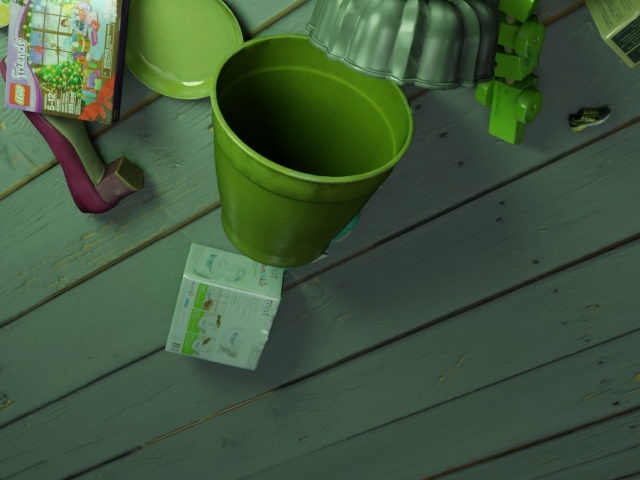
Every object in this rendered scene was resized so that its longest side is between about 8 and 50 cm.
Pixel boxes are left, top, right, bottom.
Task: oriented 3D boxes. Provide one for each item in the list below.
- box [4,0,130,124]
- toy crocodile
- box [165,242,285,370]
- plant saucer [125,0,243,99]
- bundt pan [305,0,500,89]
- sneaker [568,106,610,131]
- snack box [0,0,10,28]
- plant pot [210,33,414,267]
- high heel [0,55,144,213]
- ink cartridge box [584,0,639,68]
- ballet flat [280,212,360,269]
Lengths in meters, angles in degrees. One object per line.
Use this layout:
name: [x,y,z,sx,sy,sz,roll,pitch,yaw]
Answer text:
box: [-0.456,-0.371,1.483,0.201,0.057,0.293,9,105,1]
toy crocodile: [0.363,-0.328,1.524,0.115,0.105,0.340,29,142,36]
box: [-0.227,0.164,1.942,0.231,0.126,0.262,13,129,-8]
plant saucer: [-0.263,-0.382,1.554,0.241,0.037,0.241,2,130,2]
bundt pan: [0.148,-0.374,1.353,0.331,0.331,0.124,10,123,-5]
sneaker: [0.531,-0.245,1.621,0.083,0.031,0.035,-24,124,21]
snack box: [-0.608,-0.466,1.505,0.100,0.037,0.141,-24,124,20]
plant pot: [-0.049,-0.137,1.572,0.367,0.366,0.353,12,140,-7]
high heel: [-0.545,-0.198,1.674,0.181,0.127,0.377,-22,121,28]
ink cartridge box: [0.540,-0.420,1.346,0.088,0.234,0.193,36,123,-24]
ballet flat: [0.000,0.000,1.827,0.087,0.083,0.247,24,130,-33]
